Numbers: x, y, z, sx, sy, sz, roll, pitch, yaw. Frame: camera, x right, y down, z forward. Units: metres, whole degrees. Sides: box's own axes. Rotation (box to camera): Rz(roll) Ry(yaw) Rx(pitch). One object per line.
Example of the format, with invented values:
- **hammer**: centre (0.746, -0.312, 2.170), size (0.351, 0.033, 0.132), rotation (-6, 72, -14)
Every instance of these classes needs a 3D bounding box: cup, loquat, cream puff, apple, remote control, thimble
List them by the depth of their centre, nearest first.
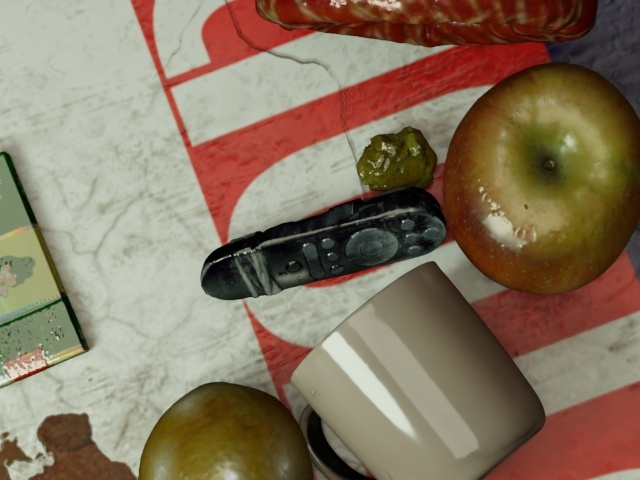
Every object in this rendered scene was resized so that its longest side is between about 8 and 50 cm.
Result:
- **thimble**: centre (0.109, -0.313, 1.709), size (0.350, 0.350, 0.230), rotation (3, 92, 3)
- **cup**: centre (0.087, 0.176, 1.750), size (0.200, 0.191, 0.253), rotation (51, 123, 10)
- **loquat**: centre (-0.099, 0.260, 1.759), size (0.179, 0.179, 0.227), rotation (7, 83, 3)
- **apple**: centre (0.231, -0.060, 1.766), size (0.210, 0.173, 0.235), rotation (36, 80, 9)
- **remote control**: centre (0.000, 0.000, 1.820), size (0.266, 0.090, 0.066), rotation (-14, 43, 4)
- **cream puff**: centre (0.079, -0.086, 1.832), size (0.083, 0.083, 0.058), rotation (-41, 44, 11)

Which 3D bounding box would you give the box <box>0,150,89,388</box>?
- **box**: centre (-0.353, 0.036, 1.853), size (0.132, 0.034, 0.235), rotation (-22, 86, 1)
